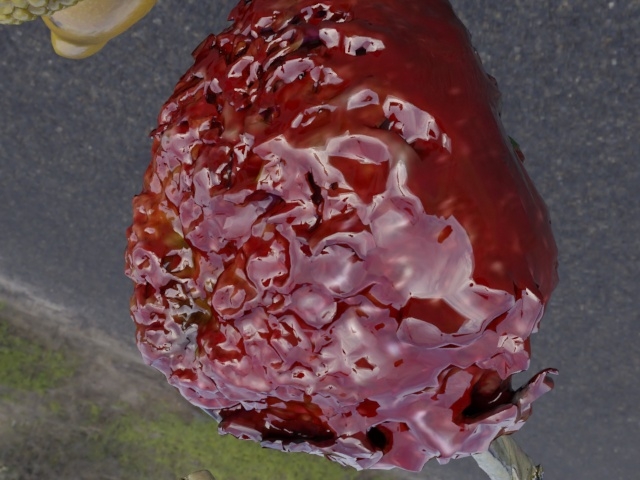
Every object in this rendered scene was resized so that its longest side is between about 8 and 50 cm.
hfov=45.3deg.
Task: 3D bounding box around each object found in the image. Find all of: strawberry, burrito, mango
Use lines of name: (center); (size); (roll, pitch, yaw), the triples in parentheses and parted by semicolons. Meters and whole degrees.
strawberry: (0.000, 0.000, 0.421); (0.220, 0.274, 0.274); (-20, 150, -8)
burrito: (0.164, 0.197, 0.740); (0.042, 0.051, 0.171); (-26, 117, 27)
mango: (-0.237, -0.275, 0.816); (0.109, 0.157, 0.262); (42, 155, -23)

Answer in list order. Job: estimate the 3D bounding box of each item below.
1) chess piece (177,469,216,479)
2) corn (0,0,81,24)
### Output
chess piece: (-0.081, 0.245, 0.606); (0.066, 0.122, 0.066); (-30, 157, -14)
corn: (-0.119, -0.287, 0.586); (0.387, 0.144, 0.144); (-29, 143, 1)
